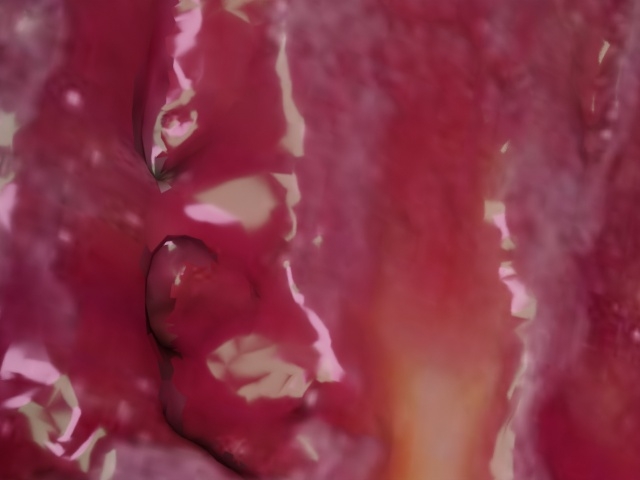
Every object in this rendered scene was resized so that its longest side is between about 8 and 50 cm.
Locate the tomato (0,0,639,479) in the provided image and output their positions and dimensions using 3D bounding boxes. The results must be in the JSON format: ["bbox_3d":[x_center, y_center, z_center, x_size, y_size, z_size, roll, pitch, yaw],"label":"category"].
[{"bbox_3d":[0.002,0.001,0.492,0.335,0.176,0.289,15,79,-26],"label":"tomato"}]
